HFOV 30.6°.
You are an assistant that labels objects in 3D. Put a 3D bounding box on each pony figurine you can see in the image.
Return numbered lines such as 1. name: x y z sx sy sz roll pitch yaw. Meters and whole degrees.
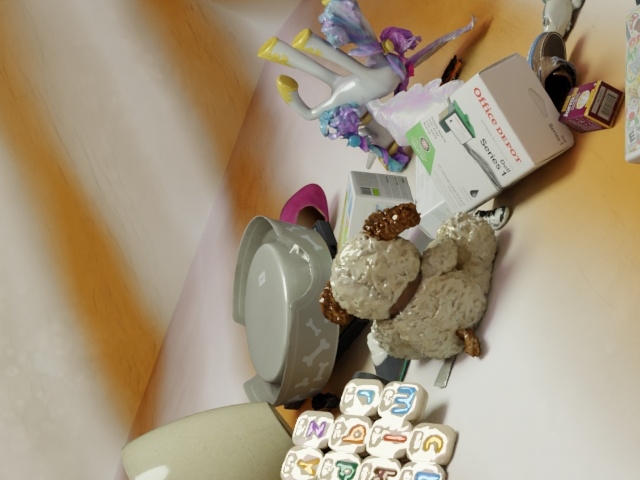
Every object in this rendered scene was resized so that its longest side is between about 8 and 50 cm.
1. pony figurine: 0.109 -0.300 2.194 0.351 0.363 0.303 -33 30 37

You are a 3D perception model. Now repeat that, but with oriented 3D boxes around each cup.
1. cup: -0.131 0.400 1.912 0.237 0.331 0.331 -36 15 -3

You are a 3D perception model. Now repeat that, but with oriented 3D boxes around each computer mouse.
1. computer mouse: -0.025 0.352 2.050 0.193 0.042 0.106 -65 16 -6

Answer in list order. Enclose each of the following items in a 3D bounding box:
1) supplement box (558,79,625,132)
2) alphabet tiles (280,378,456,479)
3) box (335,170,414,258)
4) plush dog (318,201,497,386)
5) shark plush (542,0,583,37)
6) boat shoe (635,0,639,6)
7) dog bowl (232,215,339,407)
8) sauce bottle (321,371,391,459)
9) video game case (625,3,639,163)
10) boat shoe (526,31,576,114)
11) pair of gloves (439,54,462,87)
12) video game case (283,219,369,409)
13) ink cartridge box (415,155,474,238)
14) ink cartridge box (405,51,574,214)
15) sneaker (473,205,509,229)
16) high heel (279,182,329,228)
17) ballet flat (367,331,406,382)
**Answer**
1. supplement box: 0.370 -0.183 1.602 0.055 0.043 0.083 -68 15 -7
2. alphabet tiles: 0.057 0.329 1.637 0.278 0.021 0.284 -2 58 39
3. box: 0.088 -0.003 2.012 0.114 0.103 0.203 -97 14 -64
4. plush dog: 0.118 0.071 1.679 0.262 0.225 0.210 -58 16 22
5. shark plush: 0.380 -0.340 1.867 0.067 0.073 0.161 93 179 -80
6. boat shoe: 0.467 -0.424 1.542 0.091 0.114 0.302 -30 36 55
7. dog bowl: -0.064 0.129 2.101 0.349 0.102 0.348 -179 90 -69
8. sauce bottle: 0.030 0.363 1.728 0.111 0.111 0.344 -30 35 64
9. video game case: 0.436 -0.219 1.378 0.227 0.026 0.206 149 129 -64
10. boat shoe: 0.349 -0.237 1.741 0.066 0.066 0.183 -30 47 56
11. pair of gloves: 0.253 -0.322 2.279 0.074 0.010 0.083 -62 14 18
12. video game case: -0.025 0.143 2.230 0.275 0.035 0.248 -53 42 34
13. ink cartridge box: 0.256 -0.130 1.926 0.232 0.066 0.189 -31 30 26
14. ink cartridge box: 0.244 -0.151 1.720 0.092 0.160 0.219 -29 -5 -31
15. sneaker: 0.252 -0.033 1.767 0.083 0.037 0.032 -38 28 56
16. high heel: 0.000 0.000 2.457 0.181 0.127 0.377 -30 37 39
17. ballet flat: 0.113 0.145 1.878 0.074 0.074 0.203 -32 35 63
